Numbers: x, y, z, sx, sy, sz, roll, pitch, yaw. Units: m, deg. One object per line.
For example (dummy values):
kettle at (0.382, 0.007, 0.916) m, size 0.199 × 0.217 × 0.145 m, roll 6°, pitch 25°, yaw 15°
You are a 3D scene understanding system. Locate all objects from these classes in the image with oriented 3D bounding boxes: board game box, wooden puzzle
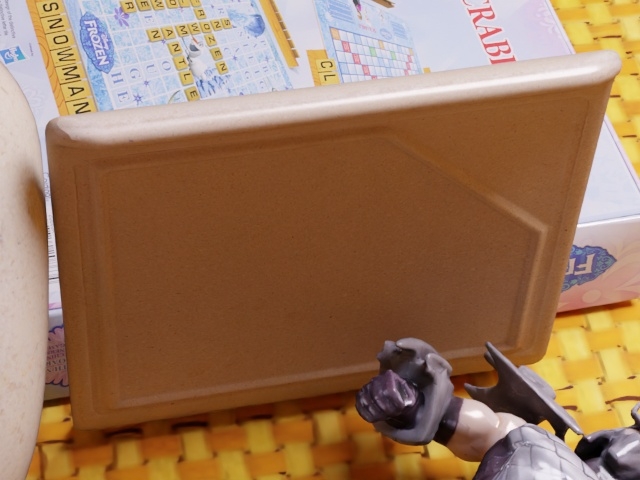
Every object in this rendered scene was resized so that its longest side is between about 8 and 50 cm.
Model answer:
board game box at (-0.032, -0.078, 0.998) m, size 0.318 × 0.066 × 0.319 m, roll -9°, pitch 48°, yaw -10°
wooden puzzle at (0.000, 0.000, 0.812) m, size 0.220 × 0.239 × 0.044 m, roll -8°, pitch 58°, yaw -9°

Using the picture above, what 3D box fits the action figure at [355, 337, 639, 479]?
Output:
action figure at (0.048, 0.135, 0.786) m, size 0.285 × 0.099 × 0.185 m, roll -25°, pitch 50°, yaw -25°

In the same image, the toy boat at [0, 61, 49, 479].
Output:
toy boat at (-0.249, 0.028, 0.802) m, size 0.318 × 0.268 × 0.148 m, roll 11°, pitch 12°, yaw 39°
